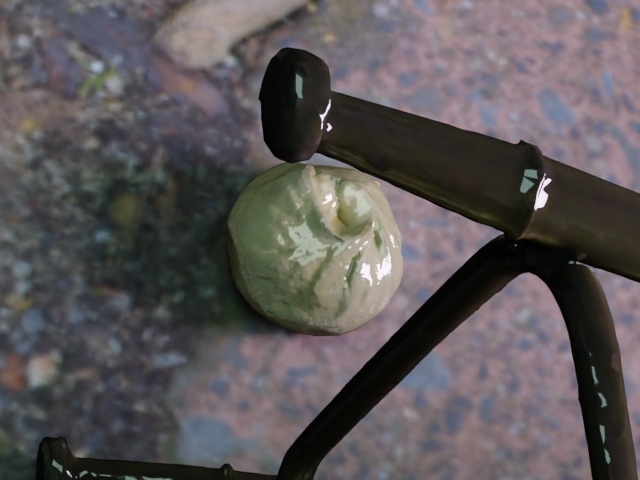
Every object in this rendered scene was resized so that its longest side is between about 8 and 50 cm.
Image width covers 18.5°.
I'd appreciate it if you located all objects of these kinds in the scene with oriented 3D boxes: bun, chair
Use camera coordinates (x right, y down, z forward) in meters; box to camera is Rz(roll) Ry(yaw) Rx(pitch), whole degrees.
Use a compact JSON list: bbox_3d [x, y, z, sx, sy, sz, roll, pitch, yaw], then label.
[{"bbox_3d":[0.000,0.000,0.877,0.086,0.055,0.086,6,65,-14],"label":"bun"},{"bbox_3d":[0.142,0.192,0.671,0.410,0.362,0.365,3,66,-18],"label":"chair"}]
